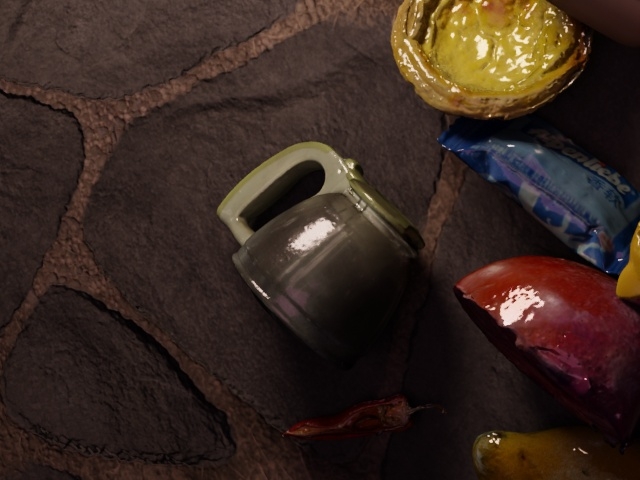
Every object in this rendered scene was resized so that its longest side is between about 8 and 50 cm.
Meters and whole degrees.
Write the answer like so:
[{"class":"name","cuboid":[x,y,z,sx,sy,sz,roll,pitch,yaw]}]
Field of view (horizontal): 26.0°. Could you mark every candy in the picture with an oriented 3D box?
[{"class":"candy","cuboid":[0.323,-0.081,1.888,0.331,0.187,0.077,40,132,11]}]

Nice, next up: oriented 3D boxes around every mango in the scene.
[{"class":"mango","cuboid":[0.357,0.347,1.931,0.316,0.146,0.193,11,111,25]}]

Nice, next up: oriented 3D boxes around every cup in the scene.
[{"class":"cup","cuboid":[0.401,-0.396,1.807,0.200,0.191,0.253,33,92,-3]}]

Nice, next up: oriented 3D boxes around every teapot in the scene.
[{"class":"teapot","cuboid":[0.016,0.015,2.032,0.239,0.321,0.239,-46,119,4]}]

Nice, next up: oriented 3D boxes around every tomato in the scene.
[{"class":"tomato","cuboid":[0.332,0.111,1.830,0.289,0.335,0.176,42,89,-6]}]

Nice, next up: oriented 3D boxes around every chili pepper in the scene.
[{"class":"chili pepper","cuboid":[0.067,0.273,2.092,0.268,0.050,0.059,-16,69,24]}]

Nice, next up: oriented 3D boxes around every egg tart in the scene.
[{"class":"egg tart","cuboid":[0.237,-0.273,1.917,0.278,0.095,0.279,-3,66,8]}]

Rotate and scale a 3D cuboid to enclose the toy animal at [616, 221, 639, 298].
[{"class":"toy animal","cuboid":[0.495,0.042,1.712,0.229,0.156,0.156,26,105,21]}]
